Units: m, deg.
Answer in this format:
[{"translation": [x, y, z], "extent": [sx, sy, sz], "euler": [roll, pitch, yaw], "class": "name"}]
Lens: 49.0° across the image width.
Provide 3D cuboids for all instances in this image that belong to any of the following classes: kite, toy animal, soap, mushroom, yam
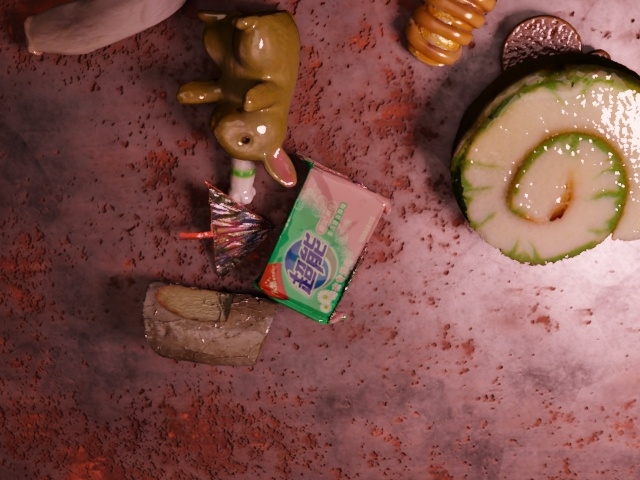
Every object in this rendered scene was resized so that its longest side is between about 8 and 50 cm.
[{"translation": [-0.177, -0.021, 1.347], "extent": [0.189, 0.009, 0.232], "euler": [-7, 127, -14], "class": "kite"}, {"translation": [-0.132, -0.229, 1.232], "extent": [0.181, 0.180, 0.363], "euler": [17, 103, 43], "class": "toy animal"}, {"translation": [0.001, 0.000, 1.323], "extent": [0.218, 0.098, 0.273], "euler": [27, 103, 5], "class": "soap"}, {"translation": [-0.381, -0.412, 1.261], "extent": [0.351, 0.097, 0.109], "euler": [-20, 101, 13], "class": "mushroom"}, {"translation": [-0.216, 0.167, 1.367], "extent": [0.254, 0.154, 0.154], "euler": [9, 105, 0], "class": "yam"}]

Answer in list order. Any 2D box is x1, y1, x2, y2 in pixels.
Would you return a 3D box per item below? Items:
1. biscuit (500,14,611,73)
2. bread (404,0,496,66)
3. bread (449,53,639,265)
[{"translation": [0.414, -0.284, 1.230], "extent": [0.180, 0.039, 0.236], "euler": [-34, 103, 21], "class": "biscuit"}, {"translation": [0.220, -0.385, 1.210], "extent": [0.119, 0.084, 0.177], "euler": [29, 109, -1], "class": "bread"}, {"translation": [0.420, -0.127, 1.205], "extent": [0.382, 0.129, 0.366], "euler": [25, 118, -1], "class": "bread"}]
